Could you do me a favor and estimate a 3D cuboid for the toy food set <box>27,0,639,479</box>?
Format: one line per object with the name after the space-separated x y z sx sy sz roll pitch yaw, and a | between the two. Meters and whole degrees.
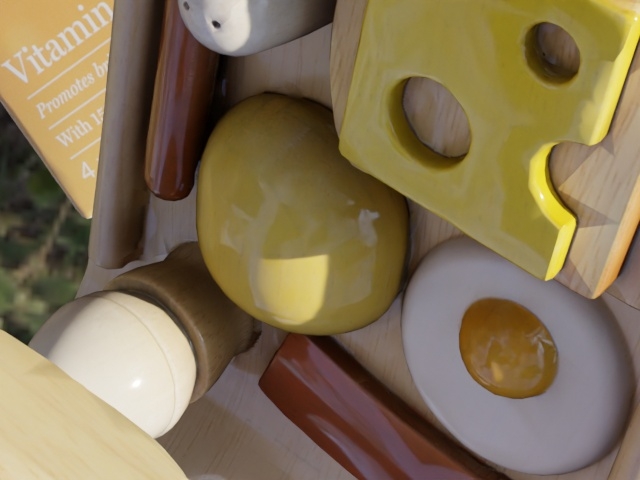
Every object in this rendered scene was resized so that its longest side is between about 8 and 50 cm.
0.000 0.000 0.466 0.220 0.092 0.306 33 136 22 | toy food set

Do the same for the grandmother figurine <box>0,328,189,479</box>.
-0.170 0.172 0.381 0.208 0.104 0.342 14 114 -43 | grandmother figurine

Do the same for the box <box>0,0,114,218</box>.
-0.094 -0.222 0.794 0.215 0.168 0.345 -31 97 28 | box
